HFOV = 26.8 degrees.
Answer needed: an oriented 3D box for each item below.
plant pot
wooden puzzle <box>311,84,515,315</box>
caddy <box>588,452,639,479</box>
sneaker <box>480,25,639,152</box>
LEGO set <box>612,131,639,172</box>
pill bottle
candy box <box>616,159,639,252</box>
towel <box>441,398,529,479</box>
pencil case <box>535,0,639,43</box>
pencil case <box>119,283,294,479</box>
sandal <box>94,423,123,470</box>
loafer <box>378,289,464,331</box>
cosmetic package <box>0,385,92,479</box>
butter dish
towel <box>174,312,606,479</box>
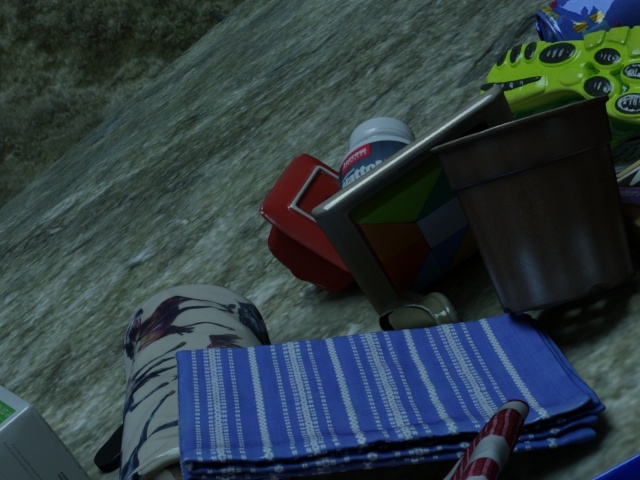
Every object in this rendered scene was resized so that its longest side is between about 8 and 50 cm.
[{"bbox_3d":[0.203,-0.029,1.214,0.167,0.165,0.167,-18,1,0],"label":"plant pot"},{"bbox_3d":[0.122,-0.029,1.369,0.221,0.239,0.044,-34,56,0],"label":"wooden puzzle"},{"bbox_3d":[0.186,0.214,0.698,0.341,0.179,0.241,-31,21,9],"label":"caddy"},{"bbox_3d":[0.302,-0.152,1.412,0.295,0.123,0.109,12,72,53],"label":"sneaker"},{"bbox_3d":[0.410,-0.157,1.404,0.244,0.060,0.182,-10,34,49],"label":"LEGO set"},{"bbox_3d":[0.074,-0.055,1.518,0.108,0.108,0.180,-27,36,19],"label":"pill bottle"},{"bbox_3d":[0.333,-0.032,1.231,0.109,0.053,0.187,-34,21,-1],"label":"candy box"},{"bbox_3d":[0.035,0.222,0.844,0.237,0.037,0.329,-54,-8,15],"label":"towel"},{"bbox_3d":[0.409,-0.309,1.659,0.306,0.119,0.133,-34,49,-1],"label":"pencil case"},{"bbox_3d":[-0.123,0.183,1.291,0.183,0.160,0.410,-21,21,2],"label":"pencil case"},{"bbox_3d":[-0.200,0.194,1.567,0.179,0.040,0.067,-45,22,-27],"label":"sandal"},{"bbox_3d":[0.101,0.084,1.333,0.050,0.056,0.148,-39,10,-12],"label":"loafer"},{"bbox_3d":[-0.437,0.333,1.449,0.365,0.155,0.197,-40,21,-21],"label":"cosmetic package"},{"bbox_3d":[0.000,0.000,1.593,0.118,0.160,0.160,-58,1,36],"label":"butter dish"},{"bbox_3d":[0.046,0.122,1.133,0.336,0.040,0.243,-6,18,-5],"label":"towel"}]
